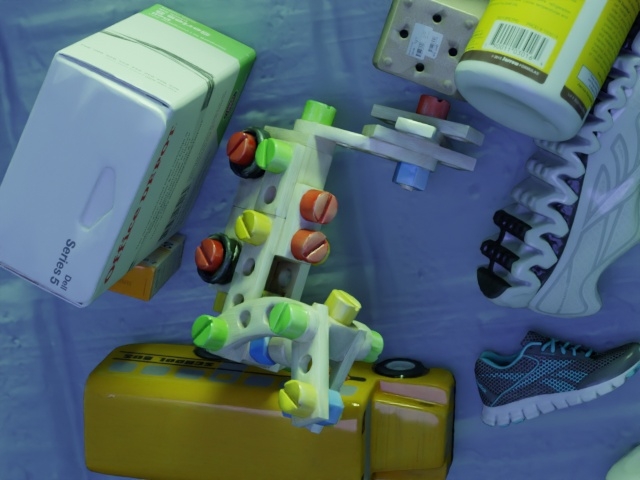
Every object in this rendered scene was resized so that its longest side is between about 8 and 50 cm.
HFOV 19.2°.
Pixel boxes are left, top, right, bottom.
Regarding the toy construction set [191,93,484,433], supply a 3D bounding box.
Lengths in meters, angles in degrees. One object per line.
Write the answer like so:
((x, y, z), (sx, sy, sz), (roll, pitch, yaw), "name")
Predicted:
((0.000, 0.000, 1.676), (0.151, 0.215, 0.328), (38, 75, -38), "toy construction set")

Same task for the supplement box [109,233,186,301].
((-0.172, 0.018, 1.783), (0.062, 0.098, 0.036), (15, 111, 8), "supplement box")

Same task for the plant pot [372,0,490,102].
((0.104, -0.181, 1.665), (0.109, 0.096, 0.109), (21, 108, 7), "plant pot")

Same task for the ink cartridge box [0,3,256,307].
((-0.174, -0.082, 1.665), (0.114, 0.273, 0.198), (27, 109, 5), "ink cartridge box")

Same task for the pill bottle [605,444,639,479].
((0.353, 0.289, 1.717), (0.121, 0.121, 0.216), (-22, 99, 18), "pill bottle")

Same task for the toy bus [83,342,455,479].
((-0.045, 0.170, 1.777), (0.332, 0.130, 0.108), (5, 106, 12), "toy bus")

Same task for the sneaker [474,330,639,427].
((0.215, 0.116, 1.738), (0.166, 0.065, 0.076), (-20, 95, 16), "sneaker")

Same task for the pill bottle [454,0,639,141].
((0.207, -0.200, 1.593), (0.117, 0.117, 0.215), (27, 80, 5), "pill bottle")

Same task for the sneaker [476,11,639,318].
((0.246, -0.064, 1.670), (0.118, 0.110, 0.292), (20, 104, -19), "sneaker")
